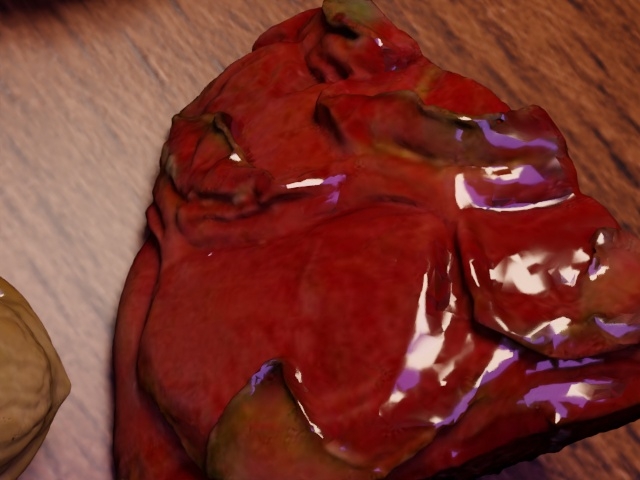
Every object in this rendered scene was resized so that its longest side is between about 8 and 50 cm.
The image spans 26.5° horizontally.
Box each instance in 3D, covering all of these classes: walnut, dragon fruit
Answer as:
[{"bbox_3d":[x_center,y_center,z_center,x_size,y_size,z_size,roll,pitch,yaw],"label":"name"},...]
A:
[{"bbox_3d":[-0.222,0.076,0.702,0.184,0.155,0.155,-2,74,-12],"label":"walnut"},{"bbox_3d":[0.002,-0.002,0.750,0.286,0.228,0.329,-15,80,-17],"label":"dragon fruit"}]
